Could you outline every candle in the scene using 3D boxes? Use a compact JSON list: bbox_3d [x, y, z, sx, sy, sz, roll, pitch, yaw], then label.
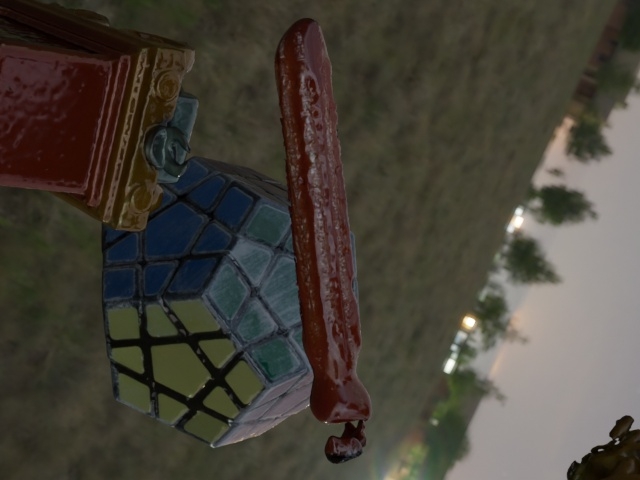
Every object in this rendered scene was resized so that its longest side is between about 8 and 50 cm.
[{"bbox_3d":[0.000,0.000,0.910,0.048,0.051,0.329,-11,97,-40],"label":"candle"}]

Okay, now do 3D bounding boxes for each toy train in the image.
[{"bbox_3d":[-0.250,-0.125,1.050,0.231,0.369,0.163,6,105,-46],"label":"toy train"}]

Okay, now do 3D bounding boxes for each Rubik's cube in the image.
[{"bbox_3d":[-0.099,0.065,1.311,0.319,0.319,0.264,-61,142,-22],"label":"Rubik's cube"}]

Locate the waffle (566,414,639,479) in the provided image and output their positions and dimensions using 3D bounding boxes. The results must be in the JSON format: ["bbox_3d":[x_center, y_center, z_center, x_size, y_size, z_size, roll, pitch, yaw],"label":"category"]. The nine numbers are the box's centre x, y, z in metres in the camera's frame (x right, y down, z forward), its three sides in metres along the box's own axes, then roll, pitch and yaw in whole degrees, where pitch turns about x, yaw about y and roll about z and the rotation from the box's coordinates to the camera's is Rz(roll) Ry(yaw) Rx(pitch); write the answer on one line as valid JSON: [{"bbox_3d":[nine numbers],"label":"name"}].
[{"bbox_3d":[0.300,0.206,0.851,0.325,0.302,0.068,-26,118,-22],"label":"waffle"}]
